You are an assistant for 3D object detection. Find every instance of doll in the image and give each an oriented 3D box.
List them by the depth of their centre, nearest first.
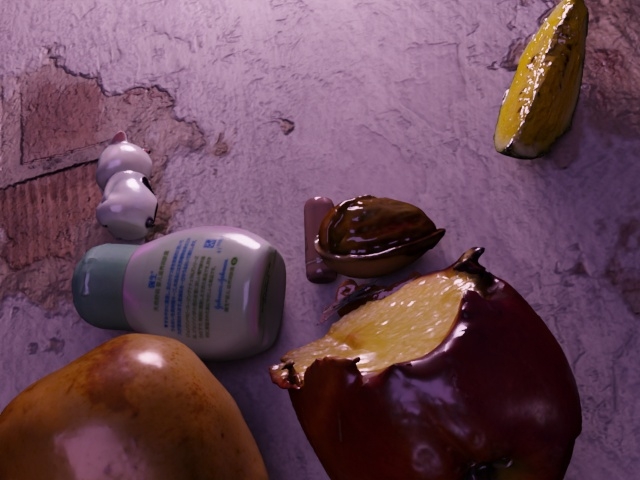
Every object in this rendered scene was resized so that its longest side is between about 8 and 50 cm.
[{"bbox_3d":[-0.344,-0.089,1.658,0.107,0.110,0.181,-18,64,8],"label":"doll"}]

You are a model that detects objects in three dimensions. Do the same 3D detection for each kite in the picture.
[{"bbox_3d":[0.045,0.093,1.430,0.137,0.152,0.005,-35,97,-31],"label":"kite"}]

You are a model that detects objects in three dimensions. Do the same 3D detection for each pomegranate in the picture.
[{"bbox_3d":[-0.266,0.338,1.340,0.416,0.416,0.417,-6,69,15],"label":"pomegranate"}]

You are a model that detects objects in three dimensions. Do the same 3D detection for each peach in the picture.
[{"bbox_3d":[0.128,0.192,1.232,0.339,0.353,0.416,-24,39,-11],"label":"peach"}]

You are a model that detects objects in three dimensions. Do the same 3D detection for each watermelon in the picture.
[{"bbox_3d":[0.348,-0.242,1.494,0.123,0.129,0.301,18,71,20],"label":"watermelon"}]

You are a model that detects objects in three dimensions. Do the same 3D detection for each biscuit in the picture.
[{"bbox_3d":[0.138,0.150,1.459,0.280,0.043,0.183,34,89,20],"label":"biscuit"}]

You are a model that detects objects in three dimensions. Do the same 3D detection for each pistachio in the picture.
[{"bbox_3d":[0.094,-0.009,1.476,0.210,0.165,0.131,-3,109,-8],"label":"pistachio"}]

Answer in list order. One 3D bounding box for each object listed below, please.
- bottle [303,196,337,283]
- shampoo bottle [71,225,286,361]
[{"bbox_3d":[0.000,0.000,1.551,0.053,0.053,0.140,-8,68,14],"label":"bottle"},{"bbox_3d":[-0.241,0.082,1.540,0.349,0.151,0.222,2,77,17],"label":"shampoo bottle"}]
